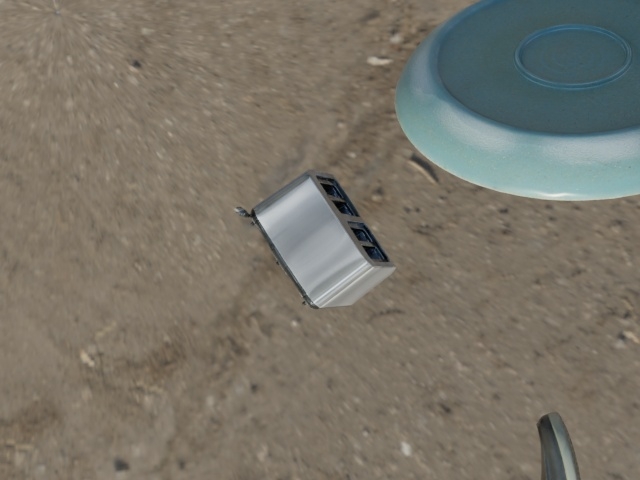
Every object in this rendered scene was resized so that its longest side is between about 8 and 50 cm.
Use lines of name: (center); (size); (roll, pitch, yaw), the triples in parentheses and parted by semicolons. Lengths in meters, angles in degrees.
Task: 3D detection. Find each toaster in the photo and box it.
toaster: (0.000, 0.000, 1.725); (0.110, 0.186, 0.168); (-37, 77, 14)

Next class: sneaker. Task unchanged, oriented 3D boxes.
sneaker: (0.231, 0.304, 1.409); (0.118, 0.083, 0.222); (-7, 87, 12)

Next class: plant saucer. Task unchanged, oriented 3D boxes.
plant saucer: (0.223, -0.150, 1.132); (0.317, 0.317, 0.043); (-15, 130, -9)
